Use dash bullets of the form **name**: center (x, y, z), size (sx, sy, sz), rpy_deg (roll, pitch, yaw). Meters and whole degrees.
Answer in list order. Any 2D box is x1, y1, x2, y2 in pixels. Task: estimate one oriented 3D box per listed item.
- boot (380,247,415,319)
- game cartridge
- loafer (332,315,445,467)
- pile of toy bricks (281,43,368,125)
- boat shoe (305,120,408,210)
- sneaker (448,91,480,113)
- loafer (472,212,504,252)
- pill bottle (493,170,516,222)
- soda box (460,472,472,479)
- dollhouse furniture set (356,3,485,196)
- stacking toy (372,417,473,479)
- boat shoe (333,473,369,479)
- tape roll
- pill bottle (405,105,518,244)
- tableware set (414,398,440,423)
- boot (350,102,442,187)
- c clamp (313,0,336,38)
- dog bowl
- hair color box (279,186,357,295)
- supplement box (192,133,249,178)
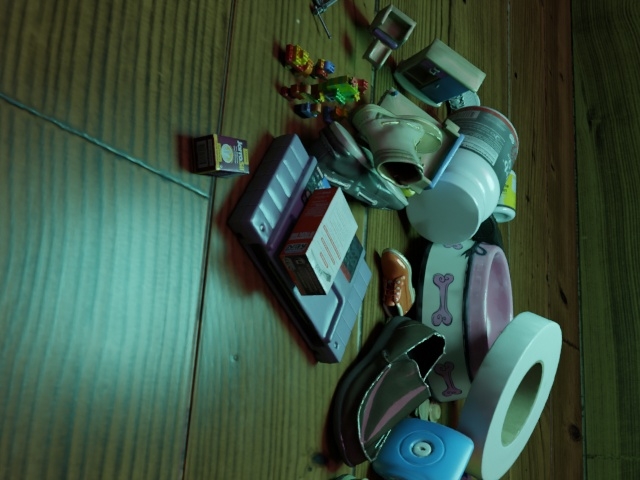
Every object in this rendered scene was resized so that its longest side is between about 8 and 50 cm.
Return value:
- **boot**: center (0.157, 0.095, 1.593), size (0.085, 0.059, 0.158), rpy_deg (-48, 127, -46)
- **game cartridge**: center (-0.017, 0.016, 1.308), size (0.355, 0.068, 0.230), rpy_deg (60, 42, -36)
- **loafer**: center (0.140, 0.276, 1.446), size (0.366, 0.130, 0.134), rpy_deg (-55, 132, -41)
- **pile of toy bricks**: center (0.023, -0.279, 1.374), size (0.212, 0.105, 0.118), rpy_deg (26, 64, -56)
- **boat shoe**: center (0.068, -0.125, 1.463), size (0.335, 0.095, 0.112), rpy_deg (34, 23, -57)
- **sneaker**: center (0.372, -0.371, 2.013), size (0.228, 0.086, 0.132), rpy_deg (43, 52, -50)
- **loafer**: center (0.466, -0.038, 2.135), size (0.220, 0.080, 0.078), rpy_deg (59, 29, -45)
- **pill bottle**: center (0.523, -0.153, 2.212), size (0.103, 0.103, 0.184), rpy_deg (34, 56, -53)
- **soda box**: center (0.281, 0.518, 1.690), size (0.069, 0.073, 0.216), rpy_deg (-59, 140, -34)
- **dollhouse furniture set**: center (0.156, -0.284, 1.638), size (0.286, 0.198, 0.303), rpy_deg (33, 81, -13)
- **stacking toy**: center (0.216, 0.535, 1.560), size (0.166, 0.175, 0.302), rpy_deg (-46, 139, -44)
- **boat shoe**: center (0.079, 0.580, 1.312), size (0.122, 0.119, 0.324), rpy_deg (1, 84, -59)
- **tape roll**: center (0.421, 0.347, 1.667), size (0.392, 0.072, 0.392), rpy_deg (-34, 135, -43)
- **pill bottle**: center (0.336, -0.157, 1.789), size (0.363, 0.210, 0.210), rpy_deg (-55, 131, -48)
- **tableware set**: center (0.247, 0.427, 1.727), size (0.168, 0.020, 0.141), rpy_deg (34, 57, -55)
- **boot**: center (0.168, -0.170, 1.441), size (0.213, 0.077, 0.165), rpy_deg (12, 42, -34)
- **c clamp**: center (0.014, -0.490, 1.483), size (0.137, 0.022, 0.161), rpy_deg (61, 39, -26)
- **dog bowl**: center (0.354, 0.182, 1.779), size (0.408, 0.150, 0.408), rpy_deg (-1, 90, -65)
- **hair color box**: center (0.000, 0.000, 1.232), size (0.093, 0.053, 0.167), rpy_deg (64, 35, -34)
- **supplement box**: center (-0.148, -0.124, 1.118), size (0.083, 0.043, 0.055), rpy_deg (-1, 85, -60)
